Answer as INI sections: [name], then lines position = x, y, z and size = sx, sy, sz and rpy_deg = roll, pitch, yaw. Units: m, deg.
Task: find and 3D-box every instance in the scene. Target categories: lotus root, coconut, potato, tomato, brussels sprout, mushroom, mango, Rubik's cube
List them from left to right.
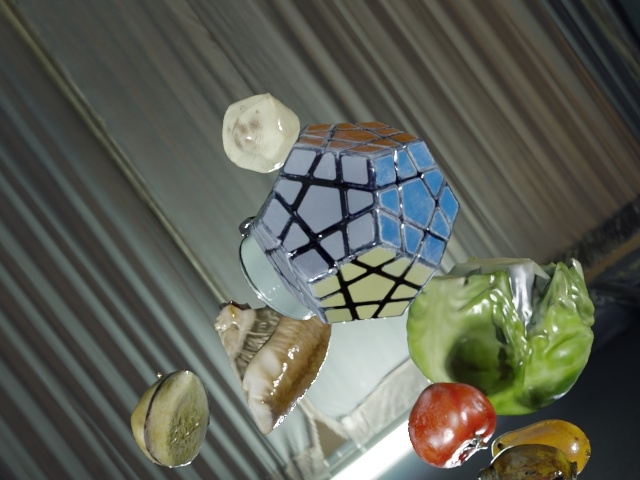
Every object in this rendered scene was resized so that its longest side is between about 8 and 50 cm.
[potato]
position = -0.388, 0.434, 1.877
size = 0.299, 0.115, 0.239
rpy_deg = 47, 56, -63
[coconut]
position = -0.163, -0.301, 2.048
size = 0.224, 0.224, 0.224
rpy_deg = -36, -174, 4
[mushroom]
position = -0.080, 0.286, 1.839
size = 0.313, 0.224, 0.397
rpy_deg = -24, -150, -3
[Rubik's cube]
position = 0.049, -0.031, 1.138
size = 0.264, 0.319, 0.319
rpy_deg = -14, -159, 48
[tomato]
position = 0.260, 0.353, 1.484
size = 0.187, 0.151, 0.187
rpy_deg = -21, 140, -19
[brussels sprout]
position = 0.421, 0.225, 1.771
size = 0.425, 0.361, 0.342
rpy_deg = -4, -177, 12
[lotus root]
position = 0.404, 0.462, 1.480
size = 0.209, 0.120, 0.120
rpy_deg = -3, -178, -7
[mango]
position = 0.550, 0.528, 1.877
size = 0.236, 0.136, 0.166
rpy_deg = -9, -170, 22

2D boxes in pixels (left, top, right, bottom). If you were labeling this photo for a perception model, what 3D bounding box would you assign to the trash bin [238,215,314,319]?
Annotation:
[trash bin]
position = 0.000, 0.000, 1.491
size = 0.262, 0.277, 0.217
rpy_deg = -43, 168, 28
